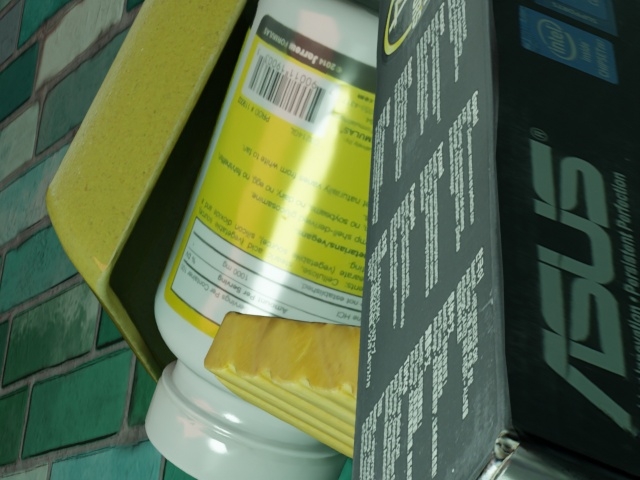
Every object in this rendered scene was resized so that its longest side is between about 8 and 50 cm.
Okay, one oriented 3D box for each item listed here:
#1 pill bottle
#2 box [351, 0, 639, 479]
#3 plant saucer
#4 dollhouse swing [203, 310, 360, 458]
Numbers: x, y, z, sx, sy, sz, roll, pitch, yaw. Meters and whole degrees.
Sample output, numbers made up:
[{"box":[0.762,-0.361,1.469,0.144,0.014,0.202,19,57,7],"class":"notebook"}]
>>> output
[{"box":[0.000,0.000,1.202,0.334,0.187,0.188,-69,25,15],"class":"pill bottle"},{"box":[0.171,0.011,0.578,0.395,0.318,0.097,-84,19,-52],"class":"box"},{"box":[-0.094,-0.083,1.302,0.333,0.081,0.333,81,-146,-73],"class":"plant saucer"},{"box":[0.100,0.217,0.737,0.347,0.305,0.315,3,80,64],"class":"dollhouse swing"}]
